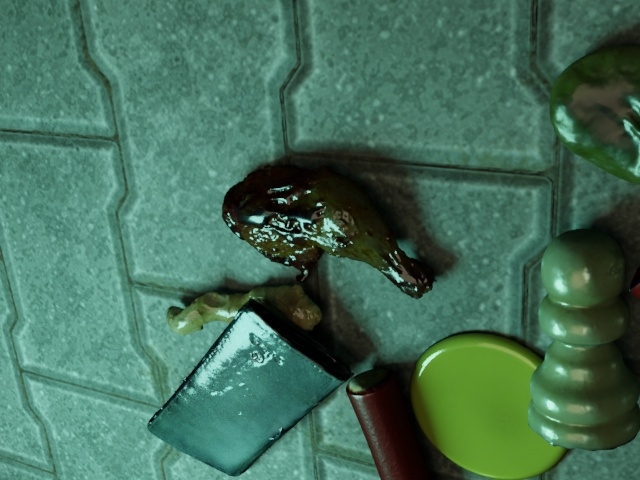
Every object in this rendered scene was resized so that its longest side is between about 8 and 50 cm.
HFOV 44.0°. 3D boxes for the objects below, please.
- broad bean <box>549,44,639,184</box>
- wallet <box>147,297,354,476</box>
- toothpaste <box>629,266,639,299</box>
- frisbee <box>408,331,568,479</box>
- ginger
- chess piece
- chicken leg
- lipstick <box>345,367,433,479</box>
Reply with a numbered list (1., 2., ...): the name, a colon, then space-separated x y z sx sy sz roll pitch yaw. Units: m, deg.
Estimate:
1. broad bean: 0.348 -0.127 0.832 0.207 0.072 0.153 13 116 37
2. wallet: -0.123 0.250 1.238 0.191 0.046 0.379 34 130 -7
3. toothpaste: 0.457 -0.036 0.805 0.076 0.066 0.320 41 125 8
4. frisbee: 0.229 0.233 1.088 0.236 0.017 0.236 12 117 24
5. ginger: -0.124 0.113 1.208 0.288 0.075 0.089 -10 112 29
6. chess piece: 0.309 0.107 0.924 0.133 0.133 0.243 4 109 28
7. chicken leg: 0.000 -0.011 1.077 0.322 0.083 0.177 5 123 30
8. lipstick: 0.109 0.303 1.152 0.080 0.080 0.241 -12 105 33
